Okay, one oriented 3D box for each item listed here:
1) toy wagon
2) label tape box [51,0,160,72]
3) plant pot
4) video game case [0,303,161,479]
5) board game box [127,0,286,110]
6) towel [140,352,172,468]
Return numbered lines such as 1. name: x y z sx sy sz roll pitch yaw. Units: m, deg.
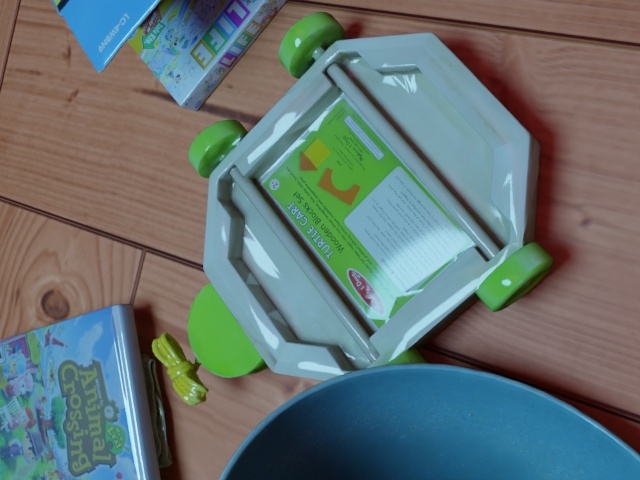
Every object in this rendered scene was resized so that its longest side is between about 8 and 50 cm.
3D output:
1. toy wagon: 0.000 0.000 0.593 0.344 0.068 0.267 -45 69 19
2. label tape box: -0.145 -0.325 0.640 0.249 0.115 0.347 -43 63 18
3. plant pot: 0.069 0.247 0.453 0.290 0.290 0.195 30 133 25
4. video game case: -0.238 0.183 0.696 0.193 0.023 0.212 -17 78 25
5. board game box: -0.101 -0.210 0.679 0.154 0.026 0.103 -47 69 17
6. towel: -0.208 0.172 0.711 0.148 0.027 0.110 -18 78 25
